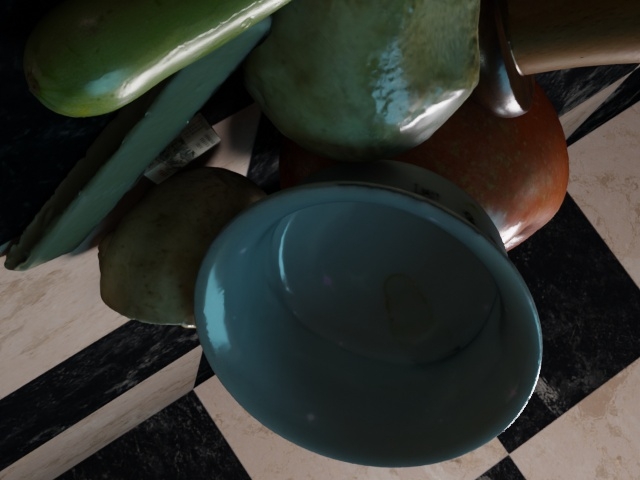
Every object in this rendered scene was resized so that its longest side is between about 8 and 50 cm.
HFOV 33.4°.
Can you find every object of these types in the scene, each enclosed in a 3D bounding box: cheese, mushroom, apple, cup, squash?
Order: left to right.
[{"bbox_3d":[-0.184,-0.084,1.000,0.085,0.034,0.400,-17,160,-49],"label":"cheese"},{"bbox_3d":[-0.096,-0.164,0.753,0.250,0.083,0.083,-33,171,-21],"label":"squash"},{"bbox_3d":[-0.142,0.005,1.220,0.189,0.195,0.253,-66,154,0],"label":"mushroom"},{"bbox_3d":[0.047,-0.167,0.974,0.267,0.164,0.189,-41,170,36],"label":"mushroom"},{"bbox_3d":[0.058,0.054,1.105,0.347,0.347,0.163,-40,-166,32],"label":"cup"},{"bbox_3d":[0.127,-0.088,1.298,0.348,0.277,0.348,-34,172,-5],"label":"apple"}]

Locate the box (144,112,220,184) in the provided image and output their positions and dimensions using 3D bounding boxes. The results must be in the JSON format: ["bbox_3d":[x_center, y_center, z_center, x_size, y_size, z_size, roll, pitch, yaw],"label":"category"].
[{"bbox_3d":[-0.146,-0.094,1.098,0.083,0.024,0.054,-35,172,1],"label":"box"}]

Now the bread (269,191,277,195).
[{"bbox_3d":[-0.037,0.054,1.536,0.270,0.270,0.148,-29,174,-30],"label":"bread"}]

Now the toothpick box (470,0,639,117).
[{"bbox_3d":[0.260,-0.232,1.063,0.294,0.192,0.192,-9,-178,24],"label":"toothpick box"}]
